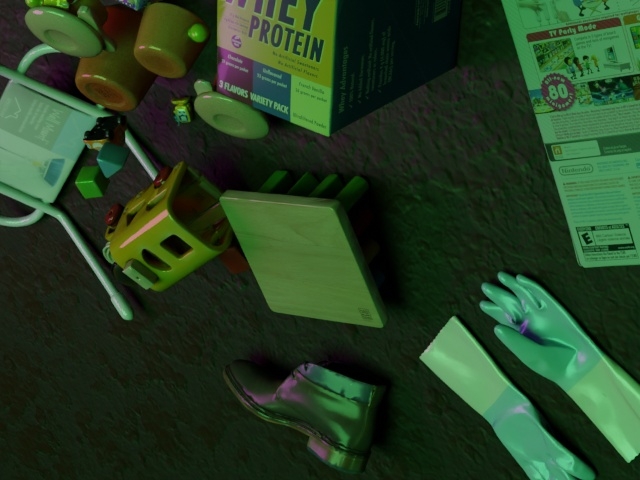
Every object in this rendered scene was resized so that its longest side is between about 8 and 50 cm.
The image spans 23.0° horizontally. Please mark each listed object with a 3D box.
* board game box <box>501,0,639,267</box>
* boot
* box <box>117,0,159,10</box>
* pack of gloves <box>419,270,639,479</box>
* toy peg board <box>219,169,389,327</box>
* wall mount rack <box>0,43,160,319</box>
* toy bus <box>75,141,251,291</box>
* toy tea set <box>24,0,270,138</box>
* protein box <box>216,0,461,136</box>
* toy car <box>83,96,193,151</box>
[{"bbox_3d":[0.289,-0.136,1.322,0.224,0.097,0.303,-4,111,42],"label":"board game box"},{"bbox_3d":[-0.014,0.165,1.795,0.219,0.082,0.106,31,109,31],"label":"boot"},{"bbox_3d":[-0.164,-0.377,1.454,0.279,0.290,0.177,29,129,28],"label":"box"},{"bbox_3d":[0.212,0.156,1.589,0.232,0.046,0.195,47,134,12],"label":"pack of gloves"},{"bbox_3d":[0.000,0.000,1.686,0.161,0.079,0.160,7,132,40],"label":"toy peg board"},{"bbox_3d":[-0.313,-0.064,1.890,0.304,0.130,0.350,25,137,-13],"label":"wall mount rack"},{"bbox_3d":[-0.183,0.003,1.754,0.191,0.104,0.202,6,136,13],"label":"toy bus"},{"bbox_3d":[-0.133,-0.210,1.653,0.336,0.124,0.200,15,158,15],"label":"toy tea set"},{"bbox_3d":[0.021,-0.234,1.430,0.136,0.201,0.199,24,127,31],"label":"protein box"},{"bbox_3d":[-0.201,-0.121,1.761,0.122,0.060,0.040,-11,121,8],"label":"toy car"}]
